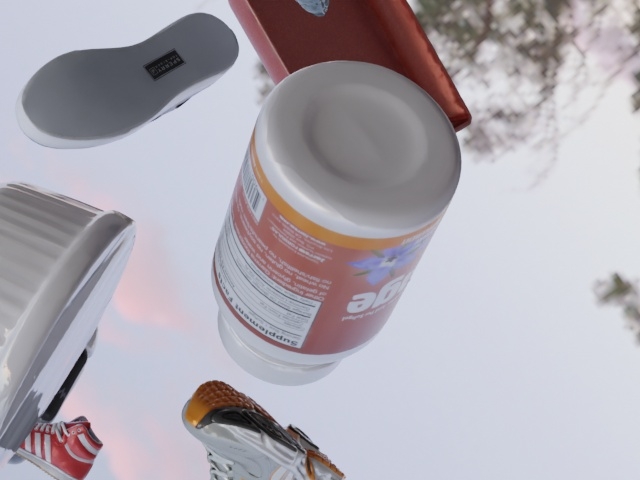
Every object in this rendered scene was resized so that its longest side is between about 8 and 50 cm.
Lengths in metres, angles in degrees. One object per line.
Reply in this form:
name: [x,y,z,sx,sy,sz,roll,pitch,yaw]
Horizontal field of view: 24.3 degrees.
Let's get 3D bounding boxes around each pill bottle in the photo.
pill bottle: [0.000,0.000,0.914,0.121,0.216,0.121,7,-125,-11]

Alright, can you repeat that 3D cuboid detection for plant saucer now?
plant saucer: [0.024,-0.192,1.538,0.259,0.047,0.258,-32,-87,-51]

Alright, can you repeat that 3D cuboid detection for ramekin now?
ramekin: [-0.285,0.069,1.339,0.127,0.273,0.273,30,-153,0]

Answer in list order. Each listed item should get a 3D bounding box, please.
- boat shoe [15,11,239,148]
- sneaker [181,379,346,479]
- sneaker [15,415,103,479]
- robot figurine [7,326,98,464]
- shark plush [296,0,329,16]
boat shoe: [-0.163,-0.122,1.208,0.080,0.076,0.228,53,-133,0]
sneaker: [-0.072,0.229,1.453,0.099,0.121,0.262,41,179,36]
sneaker: [-0.276,0.192,1.496,0.118,0.067,0.042,35,-177,-12]
robot figurine: [-0.389,0.157,1.799,0.209,0.173,0.278,29,-110,6]
shark plush: [-0.006,-0.240,1.236,0.073,0.161,0.067,-31,-96,-20]
